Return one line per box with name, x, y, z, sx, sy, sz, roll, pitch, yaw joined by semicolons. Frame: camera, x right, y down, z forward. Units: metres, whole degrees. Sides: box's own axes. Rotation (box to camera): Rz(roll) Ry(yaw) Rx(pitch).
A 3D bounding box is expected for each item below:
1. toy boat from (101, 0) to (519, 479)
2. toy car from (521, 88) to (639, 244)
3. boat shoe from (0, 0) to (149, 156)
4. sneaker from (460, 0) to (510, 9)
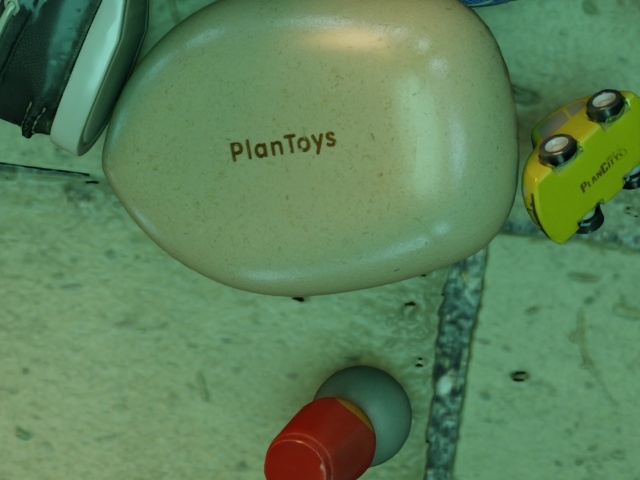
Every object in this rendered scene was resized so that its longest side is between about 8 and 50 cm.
toy boat;0.000;0.000;0.990;0.267;0.148;0.318;0;101;23
toy car;0.211;-0.118;0.962;0.239;0.053;0.225;-7;108;-35
boat shoe;-0.126;-0.203;0.953;0.091;0.114;0.303;24;93;0
sneaker;0.135;-0.180;0.977;0.211;0.081;0.080;-18;100;1
